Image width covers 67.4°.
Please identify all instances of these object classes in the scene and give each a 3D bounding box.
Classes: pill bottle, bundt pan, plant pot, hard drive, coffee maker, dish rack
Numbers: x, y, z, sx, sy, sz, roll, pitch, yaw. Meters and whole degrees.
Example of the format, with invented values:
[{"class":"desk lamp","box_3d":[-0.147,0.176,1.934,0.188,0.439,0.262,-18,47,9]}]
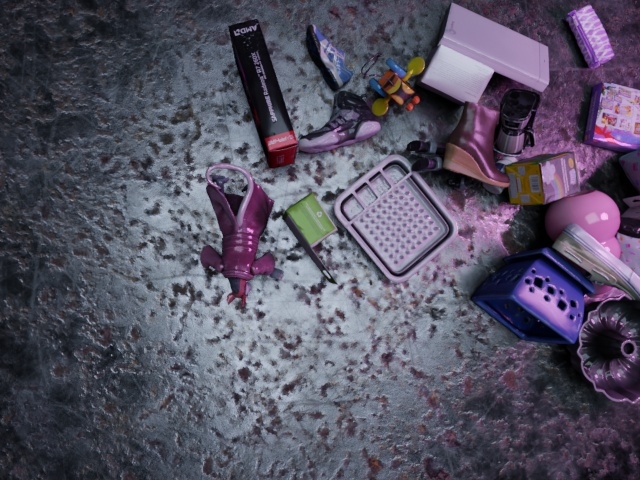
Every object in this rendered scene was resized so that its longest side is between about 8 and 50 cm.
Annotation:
[{"class":"pill bottle","box_3d":[0.578,-0.214,1.540,0.067,0.067,0.120,35,84,-2]},{"class":"bundt pan","box_3d":[0.926,0.331,1.511,0.331,0.124,0.330,0,87,-6]},{"class":"plant pot","box_3d":[0.646,0.158,1.447,0.236,0.236,0.212,37,77,-3]},{"class":"hard drive","box_3d":[0.552,-0.615,1.519,0.353,0.047,0.232,22,52,-3]},{"class":"coffee maker","box_3d":[0.601,-0.379,1.483,0.120,0.178,0.171,-1,61,12]},{"class":"dish rack","box_3d":[0.231,-0.066,1.498,0.286,0.072,0.332,-39,91,-7]}]

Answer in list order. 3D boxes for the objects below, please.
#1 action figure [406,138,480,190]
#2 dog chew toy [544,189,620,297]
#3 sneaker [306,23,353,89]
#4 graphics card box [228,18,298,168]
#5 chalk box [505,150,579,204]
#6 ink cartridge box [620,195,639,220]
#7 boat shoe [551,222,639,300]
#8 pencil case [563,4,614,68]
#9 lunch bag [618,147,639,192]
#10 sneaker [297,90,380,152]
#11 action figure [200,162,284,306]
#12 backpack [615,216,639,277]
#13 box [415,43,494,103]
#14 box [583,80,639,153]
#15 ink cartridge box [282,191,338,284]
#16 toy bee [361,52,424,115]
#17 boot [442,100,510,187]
[{"class":"action figure","box_3d":[0.417,-0.256,1.506,0.285,0.099,0.185,2,79,-24]},{"class":"dog chew toy","box_3d":[0.824,0.016,1.489,0.207,0.206,0.331,-15,95,-6]},{"class":"sneaker","box_3d":[0.025,-0.583,1.514,0.081,0.080,0.211,-32,99,-13]},{"class":"graphics card box","box_3d":[-0.164,-0.413,1.403,0.094,0.233,0.370,-17,89,-6]},{"class":"chalk box","box_3d":[0.704,-0.198,1.493,0.213,0.132,0.132,-17,102,-26]},{"class":"ink cartridge box","box_3d":[1.054,-0.058,1.555,0.060,0.104,0.180,-45,91,-5]},{"class":"boat shoe","box_3d":[0.794,0.075,1.365,0.302,0.109,0.094,41,107,4]},{"class":"pencil case","box_3d":[0.889,-0.673,1.585,0.088,0.086,0.206,-25,87,-40]},{"class":"lunch bag","box_3d":[1.096,-0.169,1.490,0.160,0.223,0.262,-33,102,12]},{"class":"sneaker","box_3d":[0.042,-0.370,1.488,0.269,0.101,0.152,-17,88,-12]},{"class":"action figure","box_3d":[-0.214,0.002,1.366,0.248,0.275,0.369,2,73,-11]},{"class":"backpack","box_3d":[0.986,0.029,1.510,0.115,0.152,0.181,-28,125,-38]},{"class":"box","box_3d":[0.404,-0.501,1.472,0.182,0.181,0.119,24,107,-3]},{"class":"box","box_3d":[1.040,-0.393,1.597,0.294,0.057,0.200,13,85,-4]},{"class":"ink cartridge box","box_3d":[0.000,0.000,1.415,0.097,0.189,0.255,-36,92,-8]},{"class":"toy bee","box_3d":[0.218,-0.441,1.415,0.162,0.195,0.298,46,44,4]},{"class":"boot","box_3d":[0.493,-0.278,1.421,0.249,0.090,0.206,16,101,-20]}]
